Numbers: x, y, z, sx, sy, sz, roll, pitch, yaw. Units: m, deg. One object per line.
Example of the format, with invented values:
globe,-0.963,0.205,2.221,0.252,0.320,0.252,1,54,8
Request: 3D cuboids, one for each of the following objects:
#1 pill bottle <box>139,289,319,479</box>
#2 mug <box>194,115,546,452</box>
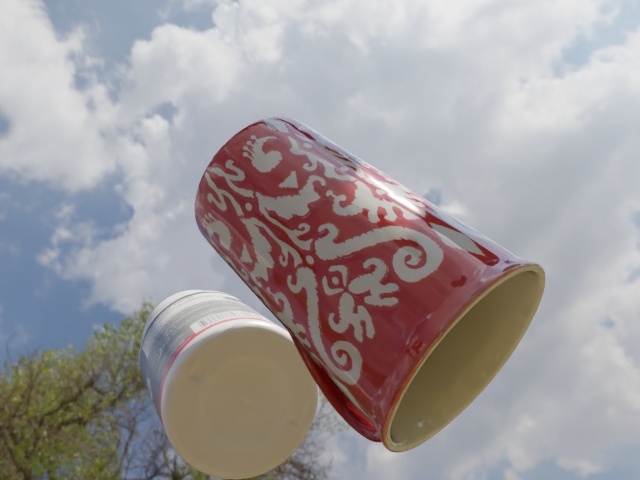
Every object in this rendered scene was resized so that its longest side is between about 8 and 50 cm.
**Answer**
pill bottle,-0.122,0.147,0.816,0.161,0.283,0.161,-2,-85,-20
mug,0.008,0.027,0.383,0.113,0.169,0.150,4,-59,-54
